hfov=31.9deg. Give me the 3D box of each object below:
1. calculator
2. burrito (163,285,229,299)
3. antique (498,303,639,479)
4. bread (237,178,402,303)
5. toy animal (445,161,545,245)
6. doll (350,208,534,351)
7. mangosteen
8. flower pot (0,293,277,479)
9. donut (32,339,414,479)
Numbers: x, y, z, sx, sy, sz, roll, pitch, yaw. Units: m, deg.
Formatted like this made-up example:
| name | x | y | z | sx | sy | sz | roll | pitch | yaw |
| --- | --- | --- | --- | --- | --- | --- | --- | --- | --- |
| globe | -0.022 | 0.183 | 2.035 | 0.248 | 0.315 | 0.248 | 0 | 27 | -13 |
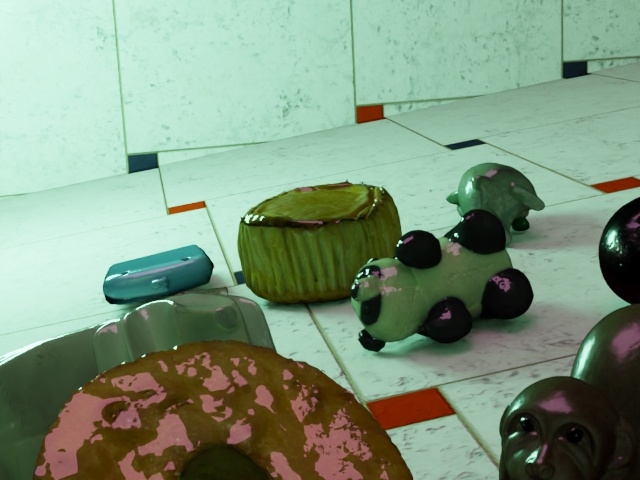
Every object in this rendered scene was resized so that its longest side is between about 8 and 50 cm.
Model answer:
| name | x | y | z | sx | sy | sz | roll | pitch | yaw |
| --- | --- | --- | --- | --- | --- | --- | --- | --- | --- |
| calculator | -0.252 | 0.052 | 1.750 | 0.173 | 0.051 | 0.293 | -13 | 5 | -8 |
| burrito | -0.186 | 0.095 | 1.634 | 0.118 | 0.044 | 0.074 | -6 | 18 | -1 |
| antique | 0.242 | 0.146 | 0.942 | 0.257 | 0.143 | 0.121 | -23 | 21 | -36 |
| bread | 0.000 | 0.000 | 1.684 | 0.227 | 0.142 | 0.253 | -4 | 12 | 27 |
| toy animal | 0.270 | -0.074 | 1.822 | 0.125 | 0.127 | 0.251 | -14 | 11 | -6 |
| doll | 0.147 | 0.056 | 1.389 | 0.234 | 0.143 | 0.135 | -19 | -8 | -27 |
| mangosteen | 0.413 | 0.018 | 1.351 | 0.152 | 0.152 | 0.152 | -9 | 14 | 2 |
| flower pot | -0.224 | 0.165 | 1.020 | 0.367 | 0.164 | 0.254 | -18 | -8 | -25 |
| donut | -0.069 | 0.205 | 0.816 | 0.278 | 0.108 | 0.277 | 6 | 38 | -4 |
